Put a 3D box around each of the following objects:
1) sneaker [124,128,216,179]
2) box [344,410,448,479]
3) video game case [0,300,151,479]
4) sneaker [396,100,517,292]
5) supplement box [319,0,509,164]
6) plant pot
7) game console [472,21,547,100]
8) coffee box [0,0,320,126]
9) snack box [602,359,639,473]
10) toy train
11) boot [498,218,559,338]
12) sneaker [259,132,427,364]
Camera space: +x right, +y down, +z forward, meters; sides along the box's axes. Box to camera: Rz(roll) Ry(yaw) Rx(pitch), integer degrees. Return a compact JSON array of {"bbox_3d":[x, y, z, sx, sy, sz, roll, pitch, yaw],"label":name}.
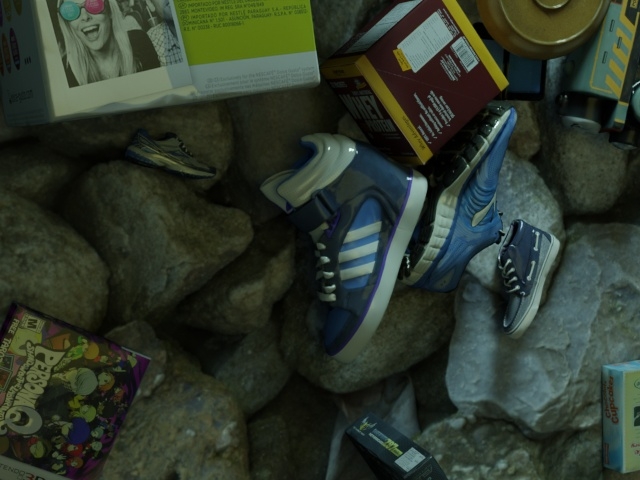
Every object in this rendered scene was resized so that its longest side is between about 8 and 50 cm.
[{"bbox_3d":[-0.207,-0.124,1.620,0.135,0.052,0.058,17,83,-26],"label":"sneaker"},{"bbox_3d":[0.144,0.372,1.727,0.059,0.232,0.183,-36,108,-12],"label":"box"},{"bbox_3d":[-0.376,0.230,1.577,0.210,0.042,0.232,27,83,-26],"label":"video game case"},{"bbox_3d":[0.227,-0.067,1.802,0.147,0.130,0.330,27,89,-35],"label":"sneaker"},{"bbox_3d":[0.141,-0.249,1.727,0.194,0.129,0.191,-43,111,-16],"label":"supplement box"},{"bbox_3d":[0.358,-0.400,1.776,0.236,0.032,0.236,-4,104,-15],"label":"plant pot"},{"bbox_3d":[0.301,-0.289,1.831,0.107,0.071,0.122,2,93,-26],"label":"game console"},{"bbox_3d":[-0.234,-0.331,1.430,0.338,0.337,0.334,-11,99,-23],"label":"coffee box"},{"bbox_3d":[0.654,0.302,2.054,0.322,0.060,0.187,-4,96,-25],"label":"snack box"},{"bbox_3d":[0.502,-0.325,1.894,0.190,0.142,0.334,12,92,-12],"label":"toy train"},{"bbox_3d":[0.323,0.062,1.882,0.086,0.069,0.190,27,75,-17],"label":"boot"},{"bbox_3d":[0.000,0.000,1.700,0.236,0.130,0.323,22,92,-13],"label":"sneaker"}]
